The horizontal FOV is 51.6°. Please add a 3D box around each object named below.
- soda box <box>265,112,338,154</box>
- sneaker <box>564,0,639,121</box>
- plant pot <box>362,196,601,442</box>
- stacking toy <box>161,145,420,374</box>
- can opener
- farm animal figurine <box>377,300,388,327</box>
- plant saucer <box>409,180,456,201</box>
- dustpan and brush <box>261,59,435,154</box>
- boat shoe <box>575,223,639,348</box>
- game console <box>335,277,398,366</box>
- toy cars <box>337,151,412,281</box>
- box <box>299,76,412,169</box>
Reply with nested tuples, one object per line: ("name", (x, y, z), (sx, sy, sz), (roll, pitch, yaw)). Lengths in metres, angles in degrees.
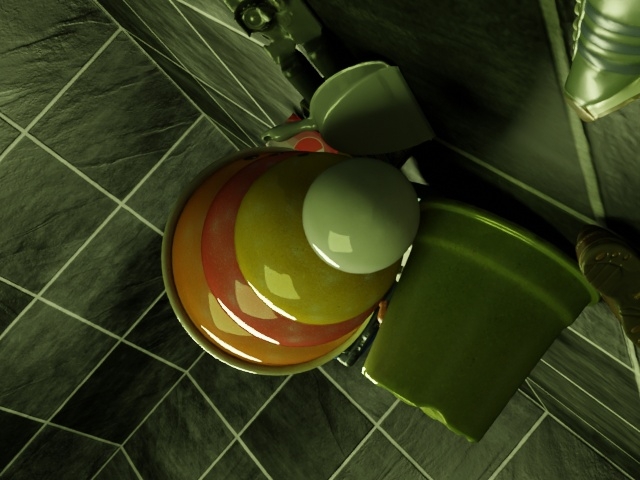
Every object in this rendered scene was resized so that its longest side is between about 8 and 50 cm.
("soda box", (0.018, -0.137, 1.323), (0.263, 0.092, 0.083), (40, 179, 21))
("sneaker", (0.159, -0.122, 0.324), (0.086, 0.064, 0.192), (49, 176, -1))
("plant pot", (0.194, 0.120, 0.905), (0.276, 0.254, 0.276), (30, 173, 4))
("stacking toy", (0.000, 0.000, 0.830), (0.350, 0.351, 0.480), (42, 161, -9))
("can opener", (-0.012, -0.237, 0.835), (0.283, 0.076, 0.095), (44, -152, -38))
("farm animal figurine", (0.267, 0.235, 1.343), (0.330, 0.326, 0.172), (47, -146, -49))
("plant saucer", (0.167, -0.050, 1.026), (0.195, 0.037, 0.195), (26, 171, 4))
("dustpan and brush", (0.018, -0.149, 0.824), (0.147, 0.211, 0.060), (46, -150, -49))
("boat shoe", (0.323, 0.049, 0.683), (0.178, 0.064, 0.060), (44, -154, -22))
("game console", (0.085, 0.109, 1.459), (0.173, 0.293, 0.250), (36, -164, 11))
("toy cars", (0.134, -0.047, 1.197), (0.176, 0.087, 0.393), (-14, 136, 40))
("box", (0.051, -0.161, 0.967), (0.169, 0.059, 0.054), (40, 174, 11))
